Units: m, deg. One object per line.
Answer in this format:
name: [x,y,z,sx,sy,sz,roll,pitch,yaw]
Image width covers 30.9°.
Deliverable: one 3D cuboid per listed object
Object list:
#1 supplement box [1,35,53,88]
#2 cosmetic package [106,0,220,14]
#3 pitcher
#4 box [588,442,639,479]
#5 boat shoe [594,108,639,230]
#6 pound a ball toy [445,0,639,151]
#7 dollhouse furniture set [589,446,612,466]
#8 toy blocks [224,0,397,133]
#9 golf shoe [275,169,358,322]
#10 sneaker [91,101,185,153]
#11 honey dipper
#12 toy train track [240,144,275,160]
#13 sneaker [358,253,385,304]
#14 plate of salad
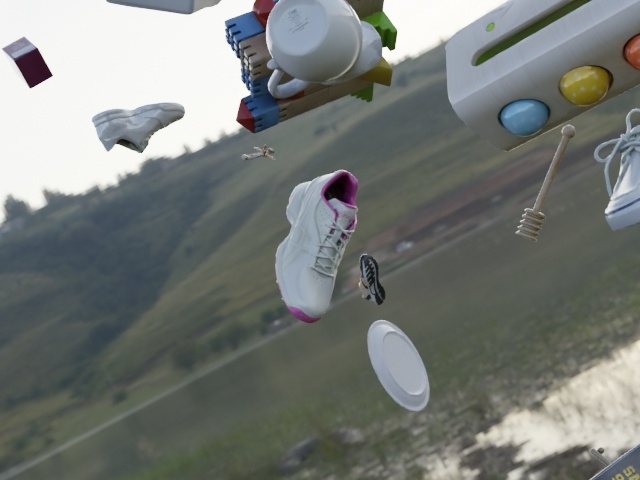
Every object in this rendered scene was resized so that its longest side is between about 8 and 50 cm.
supplement box: [-0.452,-0.275,1.782,0.043,0.055,0.083,-32,34,-13]
cosmetic package: [-0.232,-0.622,1.905,0.162,0.453,0.230,11,22,12]
pitcher: [-0.018,-0.262,1.610,0.178,0.125,0.207,-34,-12,13]
box: [0.472,0.405,1.598,0.183,0.231,0.056,-23,-19,-35]
boat shoe: [0.563,-0.149,2.009,0.136,0.156,0.367,-25,8,43]
pound a ball toy: [0.326,-0.197,1.266,0.319,0.135,0.208,-26,-41,35]
dollhouse furniture set: [0.563,0.350,2.008,0.151,0.123,0.144,-51,-16,-1]
toy blocks: [-0.035,-0.334,1.904,0.261,0.190,0.381,-24,-27,-16]
golf shoe: [0.000,0.000,2.086,0.115,0.306,0.140,26,-39,-30]
sneaker: [-0.366,-0.227,2.376,0.212,0.094,0.080,-15,-5,-37]
honey dipper: [0.301,-0.077,1.531,0.030,0.030,0.160,36,-104,-87]
toy train track: [-0.112,-0.159,2.087,0.083,0.048,0.014,-21,-43,-49]
sneaker: [0.084,0.071,2.116,0.044,0.109,0.040,14,41,38]
plate of salad: [0.151,0.255,2.322,0.048,0.199,0.200,-32,-4,29]
